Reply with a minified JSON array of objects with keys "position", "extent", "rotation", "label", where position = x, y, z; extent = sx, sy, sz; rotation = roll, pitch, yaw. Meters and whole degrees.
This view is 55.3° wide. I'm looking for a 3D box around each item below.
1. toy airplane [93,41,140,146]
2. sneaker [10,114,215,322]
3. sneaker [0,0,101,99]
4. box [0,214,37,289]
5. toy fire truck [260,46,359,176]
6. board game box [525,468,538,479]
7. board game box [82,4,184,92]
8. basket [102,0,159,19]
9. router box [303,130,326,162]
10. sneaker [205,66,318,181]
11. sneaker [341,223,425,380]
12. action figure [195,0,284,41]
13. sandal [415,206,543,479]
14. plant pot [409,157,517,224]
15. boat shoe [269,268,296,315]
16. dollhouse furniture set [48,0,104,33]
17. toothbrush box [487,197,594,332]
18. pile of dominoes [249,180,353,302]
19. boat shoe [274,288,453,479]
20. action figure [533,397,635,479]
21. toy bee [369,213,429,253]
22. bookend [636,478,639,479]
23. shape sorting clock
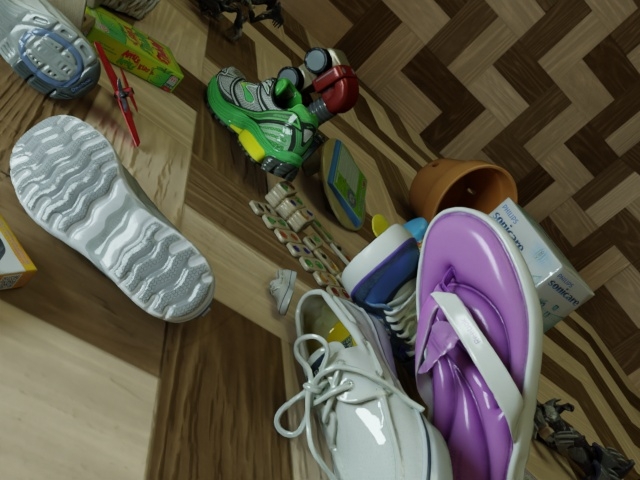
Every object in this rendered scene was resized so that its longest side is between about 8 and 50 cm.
[{"position":[-0.280,-0.208,0.870],"extent":[0.151,0.028,0.151],"rotation":[158,-90,-79],"label":"toy airplane"},{"position":[-0.218,-0.012,0.640],"extent":[0.281,0.105,0.115],"rotation":[47,-14,14],"label":"sneaker"},{"position":[-0.411,-0.298,0.771],"extent":[0.297,0.111,0.129],"rotation":[45,7,-25],"label":"sneaker"},{"position":[-0.304,0.007,0.482],"extent":[0.081,0.028,0.136],"rotation":[51,19,12],"label":"box"},{"position":[-0.009,-0.285,1.387],"extent":[0.246,0.217,0.158],"rotation":[64,27,0],"label":"toy fire truck"},{"position":[0.325,0.405,0.989],"extent":[0.154,0.026,0.103],"rotation":[43,20,-9],"label":"board game box"},{"position":[-0.328,-0.331,1.045],"extent":[0.181,0.043,0.092],"rotation":[20,33,-51],"label":"board game box"},{"position":[-0.389,-0.644,1.123],"extent":[0.328,0.331,0.266],"rotation":[51,15,12],"label":"basket"},{"position":[-0.063,-0.224,1.303],"extent":[0.122,0.092,0.038],"rotation":[43,20,-8],"label":"router box"},{"position":[-0.103,-0.252,1.169],"extent":[0.134,0.146,0.343],"rotation":[22,20,-46],"label":"sneaker"},{"position":[0.156,0.123,0.907],"extent":[0.236,0.130,0.323],"rotation":[47,-10,18],"label":"sneaker"},{"position":[-0.239,-0.629,1.664],"extent":[0.275,0.141,0.164],"rotation":[-5,59,-33],"label":"action figure"},{"position":[0.168,0.161,0.716],"extent":[0.102,0.169,0.416],"rotation":[6,79,-44],"label":"sandal"},{"position":[0.393,-0.115,1.786],"extent":[0.291,0.291,0.203],"rotation":[32,8,-36],"label":"plant pot"},{"position":[-0.056,0.070,0.859],"extent":[0.035,0.035,0.100],"rotation":[16,29,-4],"label":"boat shoe"},{"position":[-0.382,-0.414,0.912],"extent":[0.144,0.123,0.151],"rotation":[25,38,-7],"label":"dollhouse furniture set"},{"position":[0.331,0.100,1.186],"extent":[0.126,0.295,0.216],"rotation":[33,25,-33],"label":"toothbrush box"},{"position":[0.000,0.000,1.084],"extent":[0.251,0.040,0.196],"rotation":[48,20,5],"label":"pile of dominoes"},{"position":[0.024,0.166,0.685],"extent":[0.156,0.136,0.367],"rotation":[37,19,-25],"label":"boat shoe"},{"position":[0.516,0.409,1.268],"extent":[0.285,0.099,0.185],"rotation":[44,25,1],"label":"action figure"},{"position":[0.163,0.029,1.138],"extent":[0.195,0.298,0.162],"rotation":[46,63,3],"label":"toy bee"},{"position":[0.587,0.527,1.097],"extent":[0.072,0.156,0.157],"rotation":[15,38,-56],"label":"bookend"},{"position":[0.050,-0.120,1.322],"extent":[0.206,0.040,0.206],"rotation":[38,43,-47],"label":"shape sorting clock"}]
